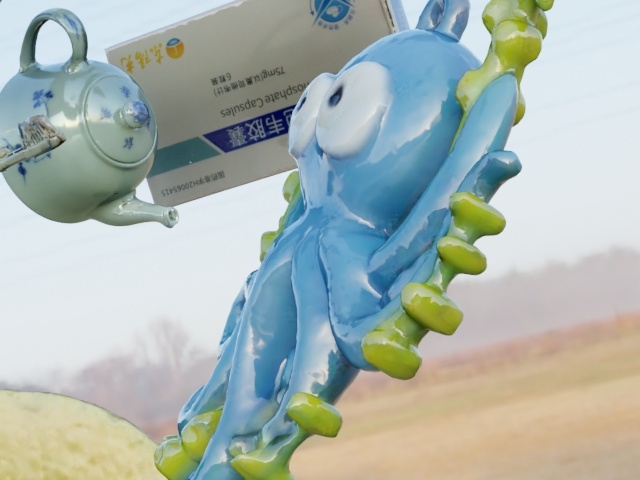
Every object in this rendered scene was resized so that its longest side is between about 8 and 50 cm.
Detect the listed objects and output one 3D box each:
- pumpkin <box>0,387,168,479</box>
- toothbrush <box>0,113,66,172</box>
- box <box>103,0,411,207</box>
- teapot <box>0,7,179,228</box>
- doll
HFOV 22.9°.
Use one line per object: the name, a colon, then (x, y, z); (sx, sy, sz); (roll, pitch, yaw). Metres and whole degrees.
pumpkin: (-0.221, 0.283, 1.172); (0.332, 0.332, 0.199); (-12, -11, -6)
toothbrush: (-0.269, -0.062, 1.252); (0.026, 0.028, 0.294); (-39, 14, -30)
box: (-0.058, -0.173, 1.750); (0.343, 0.200, 0.065); (-16, 3, 24)
teapot: (-0.217, -0.108, 1.494); (0.159, 0.232, 0.159); (-24, 10, 5)
doll: (0.000, 0.000, 0.905); (0.099, 0.341, 0.346); (32, -11, -14)
